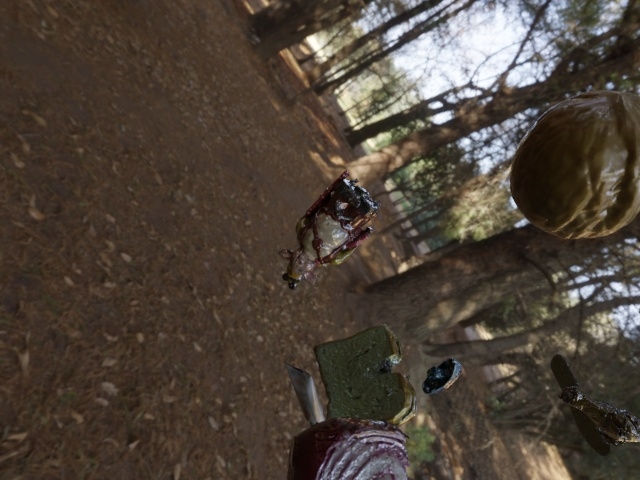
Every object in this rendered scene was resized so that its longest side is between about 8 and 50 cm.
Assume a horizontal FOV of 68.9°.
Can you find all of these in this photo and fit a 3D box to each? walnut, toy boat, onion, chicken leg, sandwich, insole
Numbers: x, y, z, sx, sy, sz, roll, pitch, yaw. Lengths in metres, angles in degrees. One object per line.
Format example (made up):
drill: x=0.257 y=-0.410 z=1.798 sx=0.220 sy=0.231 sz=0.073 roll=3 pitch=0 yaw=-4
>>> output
walnut: x=0.577 y=-0.166 z=1.011 sx=0.332 sy=0.333 sz=0.332 roll=56 pitch=12 yaw=-18
toy boat: x=0.313 y=0.352 z=1.218 sx=0.061 sy=0.137 sz=0.060 roll=26 pitch=35 yaw=-21
onion: x=0.038 y=0.431 z=0.850 sx=0.207 sy=0.206 sz=0.216 roll=127 pitch=-29 yaw=-69
chicken leg: x=0.687 y=0.429 z=1.130 sx=0.196 sy=0.080 sz=0.125 roll=38 pitch=-23 yaw=-10
sandwich: x=0.121 y=0.382 z=1.259 sx=0.095 sy=0.249 sz=0.273 roll=52 pitch=20 yaw=-48
insole: x=0.774 y=0.485 z=1.403 sx=0.322 sy=0.007 sz=0.109 roll=-98 pitch=-164 yaw=-47

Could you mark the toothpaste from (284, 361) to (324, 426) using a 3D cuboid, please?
toothpaste: x=-0.043 y=0.493 z=1.483 sx=0.100 sy=0.066 sz=0.323 roll=18 pitch=-40 yaw=30

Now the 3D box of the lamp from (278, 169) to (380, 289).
lamp: x=0.000 y=0.000 z=0.853 sx=0.118 sy=0.253 sz=0.118 roll=40 pitch=16 yaw=-14

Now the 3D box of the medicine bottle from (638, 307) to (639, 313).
medicine bottle: x=1.071 y=0.222 z=1.327 sx=0.250 sy=0.133 sz=0.133 roll=34 pitch=-1 yaw=26

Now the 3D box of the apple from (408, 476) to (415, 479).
apple: x=0.191 y=0.779 z=1.272 sx=0.305 sy=0.306 sz=0.235 roll=60 pitch=12 yaw=4
